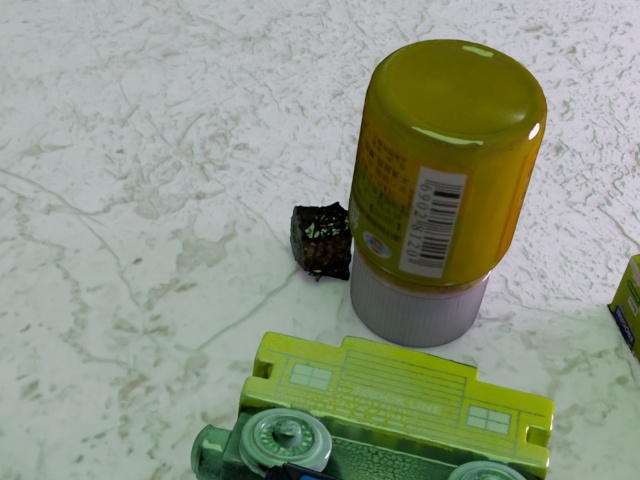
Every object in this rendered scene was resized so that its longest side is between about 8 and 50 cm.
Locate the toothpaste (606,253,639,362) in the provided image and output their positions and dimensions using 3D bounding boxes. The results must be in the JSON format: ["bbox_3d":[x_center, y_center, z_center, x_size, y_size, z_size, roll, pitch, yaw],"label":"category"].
[{"bbox_3d":[0.487,0.164,1.591,0.077,0.110,0.327,-4,47,-14],"label":"toothpaste"}]

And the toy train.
[{"bbox_3d":[0.080,0.254,1.419,0.442,0.179,0.272,13,38,6],"label":"toy train"}]

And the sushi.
[{"bbox_3d":[0.000,-0.002,1.719,0.084,0.098,0.094,-4,27,-15],"label":"sushi"}]

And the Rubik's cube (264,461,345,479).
[{"bbox_3d":[0.019,0.407,1.201,0.250,0.248,0.246,15,45,7],"label":"Rubik's cube"}]

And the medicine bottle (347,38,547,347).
[{"bbox_3d":[0.149,-0.051,1.567,0.224,0.384,0.224,3,45,-3],"label":"medicine bottle"}]
